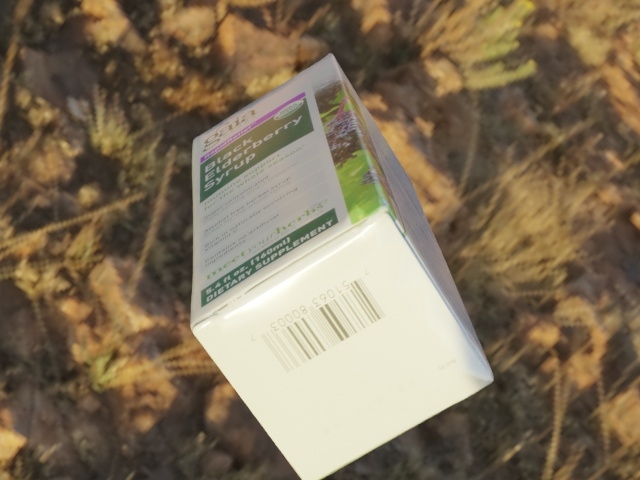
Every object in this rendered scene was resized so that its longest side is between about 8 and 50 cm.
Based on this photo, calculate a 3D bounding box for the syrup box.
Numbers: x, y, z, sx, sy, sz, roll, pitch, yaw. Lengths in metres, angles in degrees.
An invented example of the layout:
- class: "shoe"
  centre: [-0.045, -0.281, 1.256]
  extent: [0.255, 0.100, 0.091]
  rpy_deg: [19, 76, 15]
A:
- class: "syrup box"
  centre: [0.000, 0.000, 0.631]
  extent: [0.096, 0.093, 0.237]
  rpy_deg: [56, 8, -23]
